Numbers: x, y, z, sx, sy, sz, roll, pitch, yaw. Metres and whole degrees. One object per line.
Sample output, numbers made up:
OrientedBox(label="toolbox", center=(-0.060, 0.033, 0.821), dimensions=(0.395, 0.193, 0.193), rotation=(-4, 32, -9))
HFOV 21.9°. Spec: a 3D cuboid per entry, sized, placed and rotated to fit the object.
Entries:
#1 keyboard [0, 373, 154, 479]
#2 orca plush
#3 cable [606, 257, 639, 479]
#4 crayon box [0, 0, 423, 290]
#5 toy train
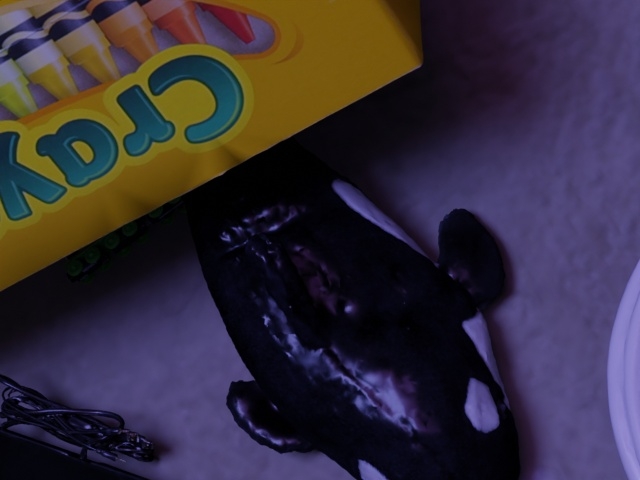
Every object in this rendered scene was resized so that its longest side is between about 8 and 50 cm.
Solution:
OrientedBox(label="keyboard", center=(-0.116, 0.129, 0.845), dimensions=(0.192, 0.038, 0.100), rotation=(15, 105, 24))
OrientedBox(label="orca plush", center=(0.000, 0.000, 0.780), dimensions=(0.151, 0.102, 0.287), rotation=(-20, 70, 9))
OrientedBox(label="cable", center=(0.244, 0.062, 0.669), dimensions=(0.257, 0.089, 0.257), rotation=(-34, 60, 10))
OrientedBox(label="crayon box", center=(-0.188, -0.133, 0.715), dimensions=(0.363, 0.313, 0.106), rotation=(-27, 26, 18))
OrientedBox(label="toy train", center=(-0.104, -0.007, 0.878), dimensions=(0.083, 0.017, 0.023), rotation=(-35, 56, 10))
